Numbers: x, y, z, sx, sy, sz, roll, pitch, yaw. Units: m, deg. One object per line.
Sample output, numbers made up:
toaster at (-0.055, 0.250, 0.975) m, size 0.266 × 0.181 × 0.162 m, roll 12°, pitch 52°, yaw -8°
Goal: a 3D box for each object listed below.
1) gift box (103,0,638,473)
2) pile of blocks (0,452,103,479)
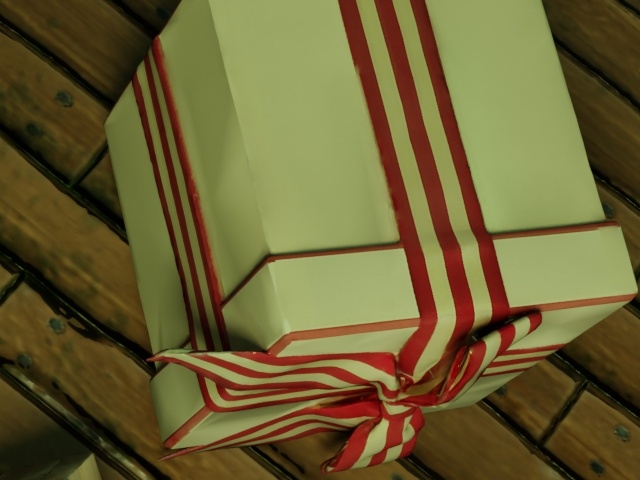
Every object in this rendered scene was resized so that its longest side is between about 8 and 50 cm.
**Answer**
gift box at (0.000, 0.000, 1.129) m, size 0.276 × 0.255 × 0.258 m, roll -9°, pitch 72°, yaw -20°
pile of blocks at (-0.092, 0.273, 1.108) m, size 0.362 × 0.149 × 0.112 m, roll 51°, pitch 26°, yaw -2°
